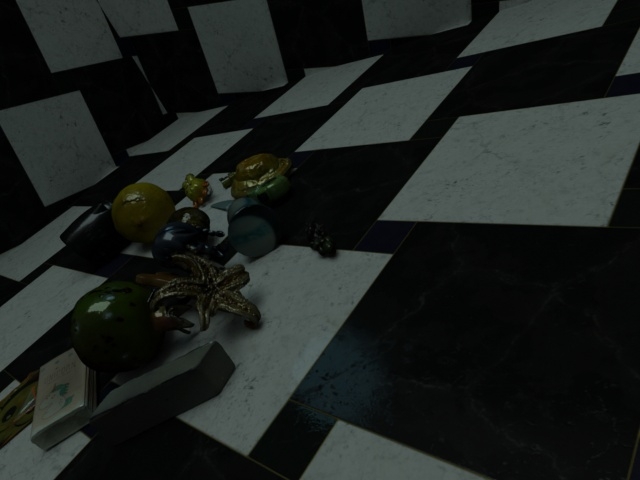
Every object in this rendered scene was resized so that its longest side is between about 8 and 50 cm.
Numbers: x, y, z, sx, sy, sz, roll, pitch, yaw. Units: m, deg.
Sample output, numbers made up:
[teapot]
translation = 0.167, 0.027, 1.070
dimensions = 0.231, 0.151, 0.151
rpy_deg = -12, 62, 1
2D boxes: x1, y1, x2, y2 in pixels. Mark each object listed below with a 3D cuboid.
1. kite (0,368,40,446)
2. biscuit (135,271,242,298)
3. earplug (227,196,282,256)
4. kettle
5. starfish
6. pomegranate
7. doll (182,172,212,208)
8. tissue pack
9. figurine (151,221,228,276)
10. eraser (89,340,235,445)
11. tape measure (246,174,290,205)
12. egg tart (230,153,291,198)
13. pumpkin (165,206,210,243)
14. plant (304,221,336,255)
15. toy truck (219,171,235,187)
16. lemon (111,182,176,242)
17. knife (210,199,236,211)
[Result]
[kite]
translation = -0.945, 0.524, 1.572
dimensions = 0.378, 0.013, 0.327
rpy_deg = -22, 31, 10
[biscuit]
translation = -0.403, 0.153, 1.548
dimensions = 0.340, 0.047, 0.216
rpy_deg = 11, 3, 16
[earplug]
translation = -0.262, -0.081, 1.798
dimensions = 0.185, 0.185, 0.324
rpy_deg = -31, 25, -5
[kettle]
translation = -1.002, -0.053, 2.297
dimensions = 0.207, 0.268, 0.290
rpy_deg = 34, 80, 20
[starfish]
translation = -0.319, 0.151, 1.375
dimensions = 0.303, 0.113, 0.312
rpy_deg = 3, 35, -18
[pomegranate]
translation = -0.555, 0.230, 1.430
dimensions = 0.323, 0.290, 0.290
rpy_deg = -29, 28, 17
[doll]
translation = -0.588, -0.238, 2.373
dimensions = 0.143, 0.135, 0.221
rpy_deg = -61, 37, 8
[tissue pack]
translation = -0.750, 0.444, 1.466
dimensions = 0.170, 0.071, 0.325
rpy_deg = -33, 31, -9
[figurine]
translation = -0.424, 0.037, 1.657
dimensions = 0.175, 0.265, 0.197
rpy_deg = -58, 28, 18
[eraser]
translation = -0.389, 0.378, 1.236
dimensions = 0.353, 0.111, 0.077
rpy_deg = -27, 30, 2
[tape measure]
translation = -0.195, -0.202, 2.003
dimensions = 0.177, 0.087, 0.154
rpy_deg = -36, 18, -16
[egg tart]
translation = -0.277, -0.304, 2.193
dimensions = 0.319, 0.128, 0.319
rpy_deg = -21, 28, 12
[pumpkin]
translation = -0.513, -0.031, 1.939
dimensions = 0.219, 0.162, 0.219
rpy_deg = -33, 40, 34
[plant]
translation = 0.000, 0.000, 1.547
dimensions = 0.087, 0.085, 0.174
rpy_deg = -52, 35, 6
[toy truck]
translation = -0.438, -0.290, 2.382
dimensions = 0.083, 0.049, 0.054
rpy_deg = -33, 31, -6
[lemon]
translation = -0.777, -0.122, 2.182
dimensions = 0.293, 0.293, 0.293
rpy_deg = -21, 30, 13
[knife]
translation = -0.392, -0.151, 2.145
dimensions = 0.080, 0.044, 0.331
rpy_deg = -40, 28, -19
